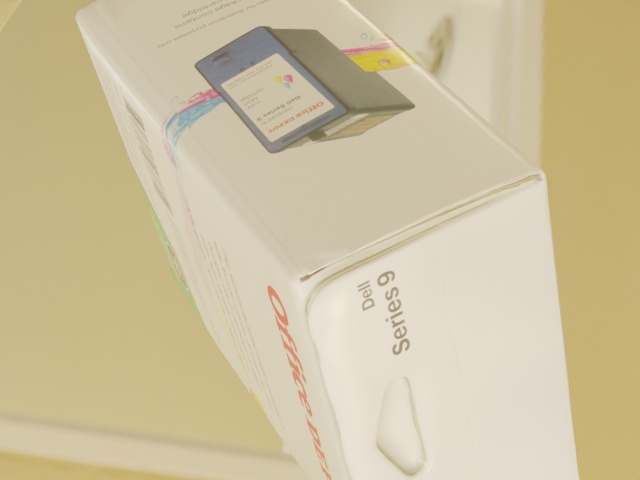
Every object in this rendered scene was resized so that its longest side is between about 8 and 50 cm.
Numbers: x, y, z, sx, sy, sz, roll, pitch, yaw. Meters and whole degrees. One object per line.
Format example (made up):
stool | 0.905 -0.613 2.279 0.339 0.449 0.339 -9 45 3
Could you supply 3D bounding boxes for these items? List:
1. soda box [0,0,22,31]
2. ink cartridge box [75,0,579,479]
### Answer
soda box | -0.169 -0.137 0.655 0.058 0.061 0.181 -9 -138 35
ink cartridge box | 0.000 0.000 0.534 0.212 0.093 0.154 52 -18 49
